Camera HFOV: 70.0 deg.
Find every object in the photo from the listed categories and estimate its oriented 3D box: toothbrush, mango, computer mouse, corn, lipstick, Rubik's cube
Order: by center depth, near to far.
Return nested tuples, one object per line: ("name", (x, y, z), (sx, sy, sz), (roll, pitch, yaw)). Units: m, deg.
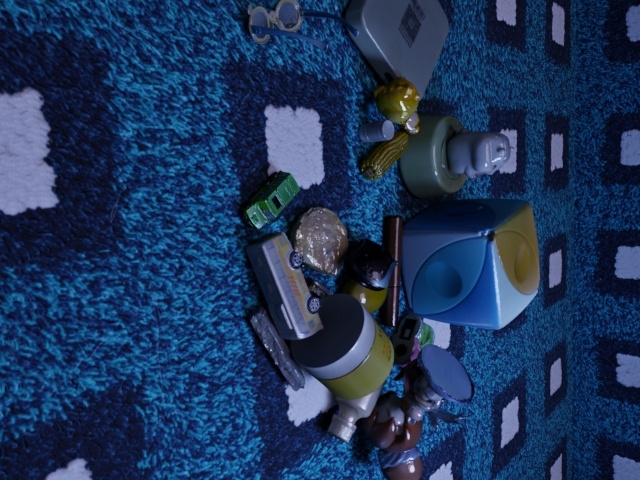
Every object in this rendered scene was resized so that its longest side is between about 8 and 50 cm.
("computer mouse", (0.149, 0.057, 1.292), (0.137, 0.096, 0.233), (38, 22, 0))
("toothbrush", (0.087, 0.236, 1.352), (0.042, 0.035, 0.413), (-48, 126, -7))
("mango", (0.140, 0.153, 1.366), (0.195, 0.092, 0.130), (-27, 107, -51))
("corn", (0.204, -0.267, 1.403), (0.231, 0.080, 0.080), (-45, 122, -33))
("lipstick", (0.231, 0.097, 1.471), (0.057, 0.057, 0.355), (-1, 93, -45))
("Rubik's cube", (0.501, 0.063, 1.532), (0.352, 0.352, 0.346), (-29, 113, -43))

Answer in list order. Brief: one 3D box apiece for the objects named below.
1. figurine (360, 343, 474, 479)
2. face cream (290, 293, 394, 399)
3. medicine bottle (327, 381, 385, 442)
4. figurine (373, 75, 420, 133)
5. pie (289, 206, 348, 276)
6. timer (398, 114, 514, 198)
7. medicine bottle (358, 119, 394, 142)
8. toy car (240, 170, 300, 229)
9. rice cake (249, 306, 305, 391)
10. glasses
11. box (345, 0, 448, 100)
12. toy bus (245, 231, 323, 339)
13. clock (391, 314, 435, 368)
("figurine", (0.279, 0.508, 1.362), (0.248, 0.388, 0.276), (36, 27, -4))
("face cream", (0.059, 0.277, 1.195), (0.179, 0.218, 0.218), (52, 58, -35))
("medicine bottle", (0.106, 0.454, 1.328), (0.114, 0.114, 0.252), (50, 59, -35))
("figurine", (0.245, -0.401, 1.373), (0.246, 0.131, 0.156), (35, 55, -59))
("pie", (0.003, 0.000, 1.238), (0.218, 0.052, 0.184), (28, 74, -41))
("timer", (0.462, -0.281, 1.497), (0.291, 0.316, 0.290), (-5, 98, -45))
("medicine bottle", (0.165, -0.322, 1.351), (0.058, 0.091, 0.058), (-4, 96, -45))
("toy car", (-0.118, -0.097, 1.102), (0.165, 0.063, 0.071), (-51, 126, -30))
("rice cake", (-0.105, 0.276, 1.149), (0.055, 0.049, 0.269), (-84, 152, -60))
("glasses", (-0.042, -0.486, 1.076), (0.190, 0.221, 0.088), (-40, 159, -37))
("box", (0.249, -0.670, 1.417), (0.367, 0.091, 0.372), (40, 64, -40))
("toy bus", (-0.085, 0.115, 1.107), (0.106, 0.092, 0.267), (-29, 104, -43))
("clock", (0.329, 0.374, 1.559), (0.195, 0.100, 0.193), (50, 57, -36))
